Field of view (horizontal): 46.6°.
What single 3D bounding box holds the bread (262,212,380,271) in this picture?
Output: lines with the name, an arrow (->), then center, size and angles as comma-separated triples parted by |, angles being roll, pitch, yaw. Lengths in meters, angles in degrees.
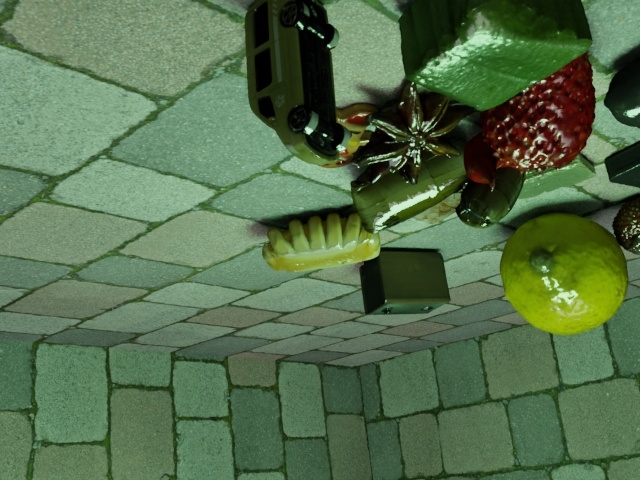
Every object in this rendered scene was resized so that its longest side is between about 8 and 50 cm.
bread -> 0.000, 0.000, 1.938 | 0.311, 0.121, 0.173 | -8, 158, 3

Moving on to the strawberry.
strawberry -> 0.387, -0.251, 1.295 | 0.205, 0.205, 0.245 | -6, 139, -1

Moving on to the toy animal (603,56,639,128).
toy animal -> 0.630, -0.312, 1.262 | 0.168, 0.106, 0.343 | 6, 153, -12

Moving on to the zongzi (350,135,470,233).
zongzi -> 0.203, -0.140, 1.662 | 0.273, 0.145, 0.300 | -25, -174, 8

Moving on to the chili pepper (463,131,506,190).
chili pepper -> 0.360, -0.166, 1.474 | 0.368, 0.137, 0.092 | -28, 140, -47

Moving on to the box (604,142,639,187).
box -> 0.869, -0.184, 1.785 | 0.350, 0.058, 0.211 | 7, 155, -34

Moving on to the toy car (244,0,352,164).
toy car -> -0.040, -0.225, 1.060 | 0.124, 0.257, 0.101 | -15, 161, 33

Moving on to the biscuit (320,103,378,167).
biscuit -> 0.035, -0.200, 1.499 | 0.165, 0.036, 0.250 | -3, 161, -7

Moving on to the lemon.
lemon -> 0.672, 0.090, 2.071 | 0.349, 0.350, 0.387 | -16, 163, 25

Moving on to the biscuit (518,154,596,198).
biscuit -> 0.552, -0.151, 1.802 | 0.199, 0.041, 0.121 | -18, 156, 34

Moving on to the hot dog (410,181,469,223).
hot dog -> 0.304, -0.112, 1.802 | 0.131, 0.069, 0.252 | 14, 151, -26

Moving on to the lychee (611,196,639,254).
lychee -> 0.886, -0.036, 2.037 | 0.165, 0.165, 0.197 | -27, -166, 46

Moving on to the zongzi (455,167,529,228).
zongzi -> 0.347, -0.060, 1.628 | 0.112, 0.221, 0.242 | 33, 140, 13

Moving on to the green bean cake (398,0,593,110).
green bean cake -> 0.254, -0.309, 1.119 | 0.248, 0.125, 0.222 | 7, 156, -39

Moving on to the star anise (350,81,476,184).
star anise -> 0.170, -0.216, 1.428 | 0.271, 0.103, 0.272 | -17, 140, -15

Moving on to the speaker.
speaker -> 0.261, 0.134, 2.308 | 0.230, 0.193, 0.153 | 1, 159, -23
